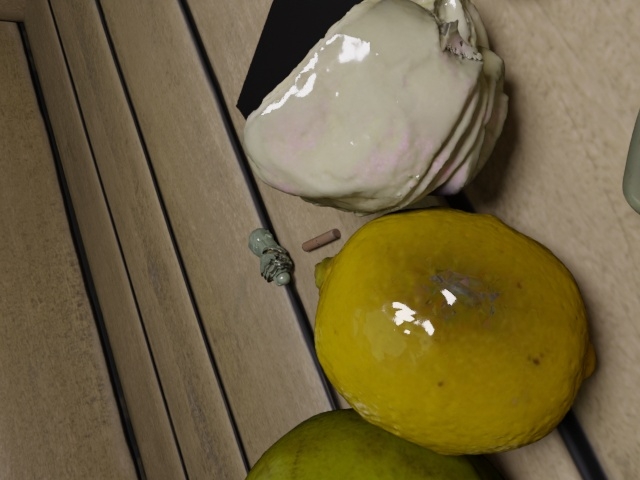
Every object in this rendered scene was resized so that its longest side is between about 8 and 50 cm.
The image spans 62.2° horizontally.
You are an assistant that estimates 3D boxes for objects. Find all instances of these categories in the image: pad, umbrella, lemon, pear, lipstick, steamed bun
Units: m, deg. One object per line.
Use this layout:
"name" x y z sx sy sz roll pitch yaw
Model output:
"pad" -0.043 -0.306 0.924 0.248 0.007 0.368 56 136 28
"umbrella" -0.097 0.032 1.019 0.067 0.062 0.143 -43 52 12
"lemon" 0.135 0.092 0.568 0.260 0.283 0.261 -175 90 -79
"pear" 0.071 0.364 0.613 0.352 0.413 0.352 -10 77 47
"lipstick" 0.000 0.000 0.922 0.094 0.019 0.019 -24 79 50
"steamed bun" 0.080 -0.138 0.582 0.206 0.320 0.275 44 163 -6

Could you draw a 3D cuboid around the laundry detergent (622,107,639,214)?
"laundry detergent" 0.365 -0.066 0.370 0.253 0.091 0.181 24 106 53
